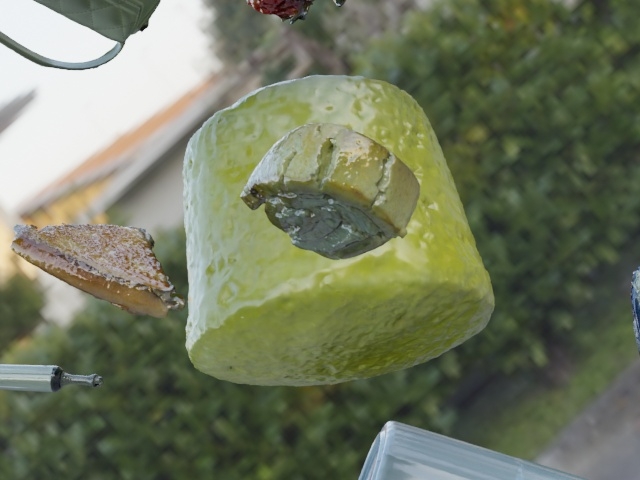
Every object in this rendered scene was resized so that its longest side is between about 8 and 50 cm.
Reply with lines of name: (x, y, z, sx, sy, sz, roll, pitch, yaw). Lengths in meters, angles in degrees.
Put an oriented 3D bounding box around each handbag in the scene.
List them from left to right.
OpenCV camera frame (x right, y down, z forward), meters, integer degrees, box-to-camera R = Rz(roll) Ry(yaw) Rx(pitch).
handbag: (-0.288, -0.301, 1.823, 0.219, 0.256, 0.079, -52, 41, 16)

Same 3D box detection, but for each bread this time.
bread: (0.000, 0.000, 1.855, 0.348, 0.307, 0.348, -13, -20, -5)
bread: (0.005, -0.034, 1.299, 0.064, 0.117, 0.156, -63, 12, -23)

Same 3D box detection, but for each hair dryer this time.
hair dryer: (-0.322, 0.146, 1.726, 0.198, 0.057, 0.100, 3, -3, 8)

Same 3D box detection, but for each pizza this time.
pizza: (-0.212, 0.023, 1.657, 0.052, 0.185, 0.195, -65, -5, 15)

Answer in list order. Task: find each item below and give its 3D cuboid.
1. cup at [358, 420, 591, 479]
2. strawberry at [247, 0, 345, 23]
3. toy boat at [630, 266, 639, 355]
cup: (0.187, 0.394, 2.098, 0.331, 0.311, 0.256, 112, 176, -72)
strawberry: (-0.028, -0.266, 1.419, 0.131, 0.148, 0.131, -30, 24, 15)
toy boat: (0.337, 0.098, 1.417, 0.070, 0.210, 0.291, -33, -22, -6)
